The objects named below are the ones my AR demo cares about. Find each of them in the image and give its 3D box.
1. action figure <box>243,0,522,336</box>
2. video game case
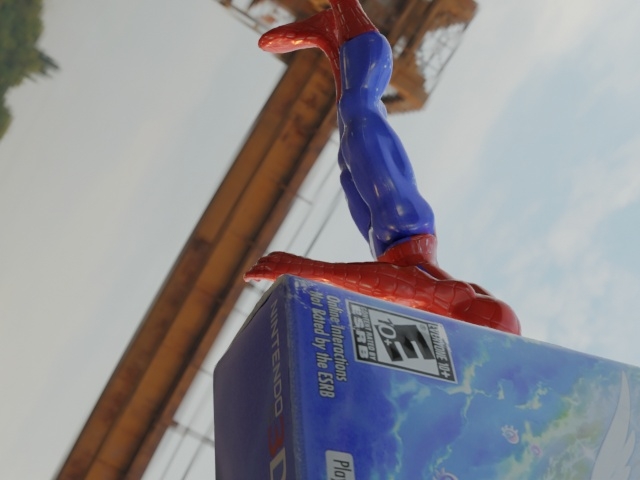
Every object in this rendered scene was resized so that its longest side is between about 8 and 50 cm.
[{"bbox_3d":[0.000,0.000,0.573,0.091,0.139,0.280,88,-20,-61],"label":"action figure"},{"bbox_3d":[0.095,0.152,0.331,0.061,0.244,0.269,-53,-149,40],"label":"video game case"}]
